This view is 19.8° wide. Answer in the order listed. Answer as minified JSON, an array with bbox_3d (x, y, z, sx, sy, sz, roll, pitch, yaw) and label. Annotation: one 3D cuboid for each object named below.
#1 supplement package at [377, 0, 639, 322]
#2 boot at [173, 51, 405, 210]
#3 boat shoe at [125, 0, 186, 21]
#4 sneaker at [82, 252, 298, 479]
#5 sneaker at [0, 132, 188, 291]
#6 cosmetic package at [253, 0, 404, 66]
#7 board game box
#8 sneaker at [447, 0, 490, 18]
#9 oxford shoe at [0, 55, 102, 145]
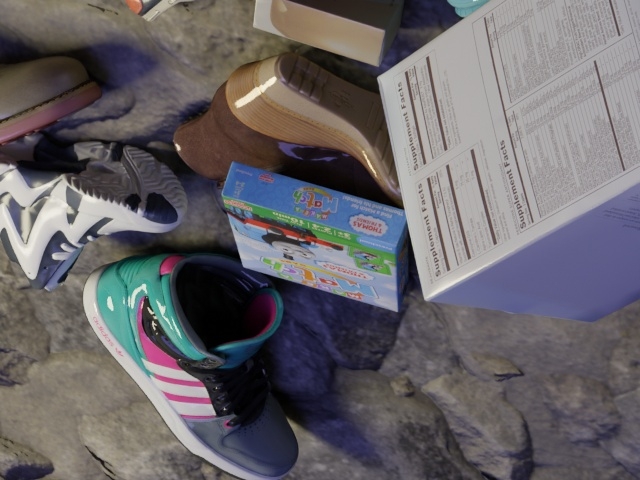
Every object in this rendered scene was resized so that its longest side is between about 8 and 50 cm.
[{"bbox_3d":[0.215,-0.082,1.383,0.199,0.198,0.262,9,151,-40],"label":"supplement package"},{"bbox_3d":[0.005,-0.067,1.655,0.248,0.090,0.207,36,150,-14],"label":"boot"},{"bbox_3d":[-0.116,-0.225,1.570,0.137,0.049,0.043,-19,123,40],"label":"boat shoe"},{"bbox_3d":[-0.087,0.119,1.828,0.295,0.124,0.178,48,142,-18],"label":"sneaker"},{"bbox_3d":[-0.229,-0.013,1.780,0.235,0.094,0.153,10,129,18],"label":"sneaker"},{"bbox_3d":[0.007,-0.193,1.532,0.115,0.060,0.041,17,135,8],"label":"cosmetic package"},{"bbox_3d":[0.000,0.000,1.658,0.160,0.039,0.211,16,165,8],"label":"board game box"},{"bbox_3d":[0.153,-0.267,1.363,0.125,0.104,0.262,43,134,-12],"label":"sneaker"},{"bbox_3d":[-0.399,-0.145,1.721,0.397,0.140,0.146,-7,102,16],"label":"oxford shoe"}]
